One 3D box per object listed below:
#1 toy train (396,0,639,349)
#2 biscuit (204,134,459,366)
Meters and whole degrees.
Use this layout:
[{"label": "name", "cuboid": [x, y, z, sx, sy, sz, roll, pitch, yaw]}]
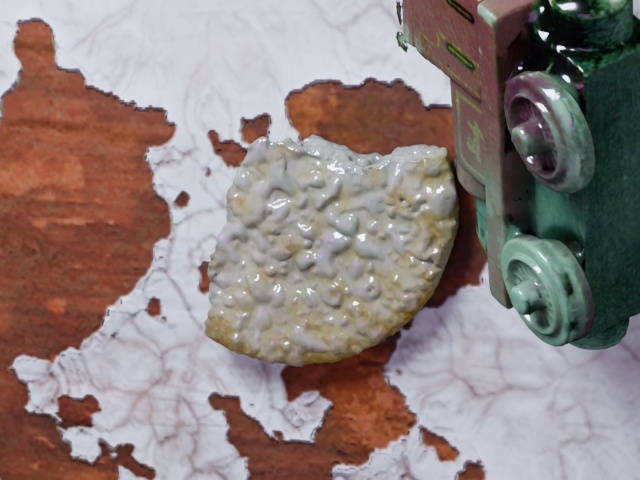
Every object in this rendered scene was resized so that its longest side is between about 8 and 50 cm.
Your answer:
[{"label": "toy train", "cuboid": [0.159, -0.072, 1.301, 0.221, 0.150, 0.304, 45, 151, 43]}, {"label": "biscuit", "cuboid": [0.000, 0.000, 1.487, 0.265, 0.040, 0.188, -31, 89, 27]}]
